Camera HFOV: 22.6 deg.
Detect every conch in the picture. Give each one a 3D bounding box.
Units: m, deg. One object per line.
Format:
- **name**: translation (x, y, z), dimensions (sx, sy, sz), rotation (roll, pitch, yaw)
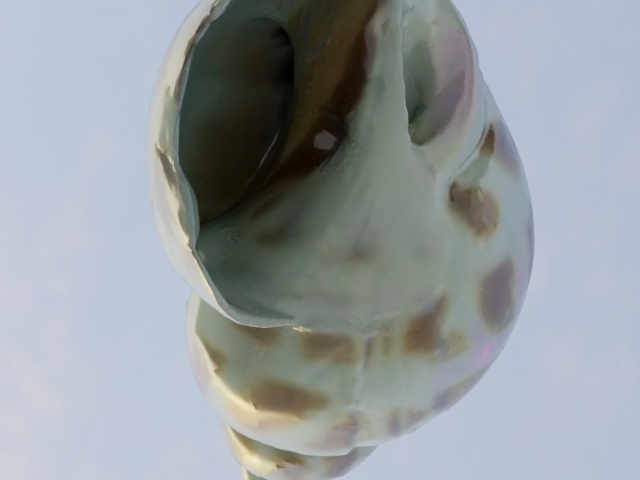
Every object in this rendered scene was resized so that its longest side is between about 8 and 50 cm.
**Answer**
- **conch**: translation (0.000, -0.001, 0.923), dimensions (0.197, 0.249, 0.368), rotation (11, -81, 58)
